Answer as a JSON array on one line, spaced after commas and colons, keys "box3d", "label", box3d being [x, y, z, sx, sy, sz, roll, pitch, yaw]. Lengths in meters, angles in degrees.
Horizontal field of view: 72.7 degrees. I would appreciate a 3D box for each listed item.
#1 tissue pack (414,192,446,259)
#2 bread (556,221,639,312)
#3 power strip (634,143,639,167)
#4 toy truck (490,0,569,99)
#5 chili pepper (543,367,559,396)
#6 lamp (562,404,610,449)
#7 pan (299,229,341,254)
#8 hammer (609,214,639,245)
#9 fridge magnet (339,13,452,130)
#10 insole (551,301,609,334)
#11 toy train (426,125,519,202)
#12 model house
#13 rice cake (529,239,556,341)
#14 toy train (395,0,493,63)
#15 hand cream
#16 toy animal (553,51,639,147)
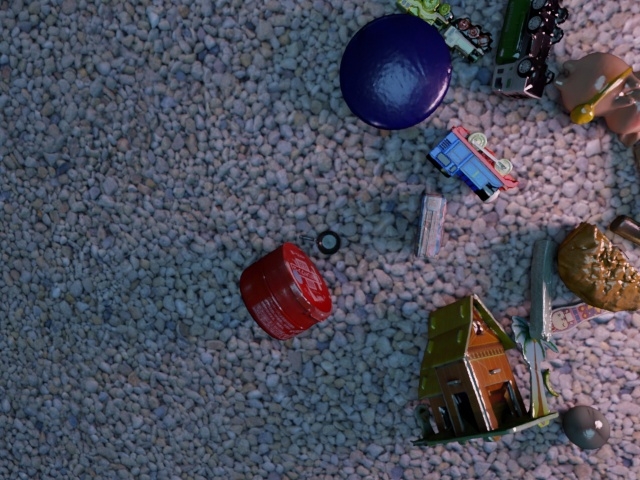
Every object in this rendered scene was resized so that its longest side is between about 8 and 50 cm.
[{"box3d": [0.274, -0.037, 1.080, 0.065, 0.115, 0.154, 9, 101, 11], "label": "tissue pack"}, {"box3d": [0.651, 0.074, 1.030, 0.139, 0.143, 0.229, -41, 87, 24], "label": "bread"}, {"box3d": [0.797, -0.114, 0.990, 0.078, 0.052, 0.271, -14, 86, 6], "label": "power strip"}, {"box3d": [0.465, -0.448, 0.987, 0.125, 0.101, 0.242, 20, 104, 51], "label": "toy truck"}, {"box3d": [0.602, 0.375, 1.137, 0.031, 0.017, 0.083, -14, 95, 10], "label": "chili pepper"}, {"box3d": [0.670, 0.471, 1.097, 0.105, 0.105, 0.105, 1, 99, 9], "label": "lamp"}, {"box3d": [0.000, 0.000, 1.178, 0.116, 0.023, 0.068, 13, 101, 5], "label": "pan"}, {"box3d": [0.899, 0.065, 1.026, 0.440, 0.044, 0.168, 28, 103, 4], "label": "hammer"}, {"box3d": [0.177, -0.399, 1.043, 0.266, 0.113, 0.265, 1, 98, 9], "label": "fridge magnet"}, {"box3d": [0.640, 0.188, 1.091, 0.197, 0.004, 0.065, -20, 89, 2], "label": "insole"}, {"box3d": [0.370, -0.182, 1.059, 0.204, 0.083, 0.131, 46, 102, 2], "label": "toy train"}, {"box3d": [0.401, 0.320, 1.114, 0.300, 0.341, 0.323, -39, 58, 48], "label": "model house"}, {"box3d": [0.542, 0.121, 1.062, 0.042, 0.045, 0.244, 9, 82, -27], "label": "rice cake"}, {"box3d": [0.298, -0.517, 1.037, 0.250, 0.053, 0.085, 39, 111, 2], "label": "toy train"}, {"box3d": [-0.086, 0.132, 1.113, 0.149, 0.230, 0.230, -36, 91, 14], "label": "hand cream"}, {"box3d": [0.645, -0.323, 0.963, 0.248, 0.149, 0.165, 25, 118, -2], "label": "toy animal"}]
